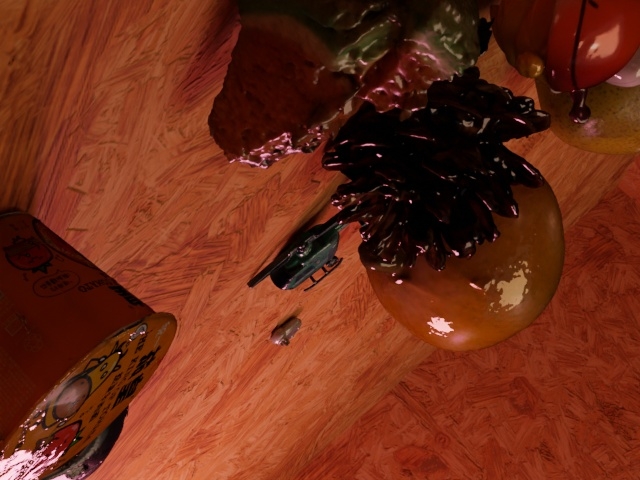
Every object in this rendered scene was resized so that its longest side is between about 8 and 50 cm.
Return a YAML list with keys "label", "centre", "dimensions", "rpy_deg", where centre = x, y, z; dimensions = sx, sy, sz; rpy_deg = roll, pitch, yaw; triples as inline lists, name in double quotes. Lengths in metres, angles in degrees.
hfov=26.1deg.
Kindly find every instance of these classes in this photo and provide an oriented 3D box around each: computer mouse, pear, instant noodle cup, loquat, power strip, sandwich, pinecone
- label: "computer mouse"
  centre: [-0.314, 0.252, 1.680]
  dimensions: [0.233, 0.096, 0.137]
  rpy_deg: [-45, 167, -10]
- label: "pear"
  centre: [0.482, -0.270, 2.232]
  dimensions: [0.294, 0.294, 0.294]
  rpy_deg: [-43, 166, -14]
- label: "instant noodle cup"
  centre: [-0.260, 0.089, 1.221]
  dimensions: [0.216, 0.172, 0.216]
  rpy_deg: [-44, 167, -13]
- label: "loquat"
  centre: [0.200, 0.007, 2.093]
  dimensions: [0.359, 0.328, 0.328]
  rpy_deg: [-5, 140, -42]
- label: "power strip"
  centre: [-0.053, 0.158, 2.322]
  dimensions: [0.055, 0.035, 0.083]
  rpy_deg: [-53, 167, 23]
- label: "sandwich"
  centre: [-0.009, -0.187, 1.264]
  dimensions: [0.162, 0.250, 0.301]
  rpy_deg: [28, 123, -31]
- label: "pinecone"
  centre: [0.151, -0.094, 1.781]
  dimensions: [0.296, 0.242, 0.298]
  rpy_deg: [-46, 172, -9]

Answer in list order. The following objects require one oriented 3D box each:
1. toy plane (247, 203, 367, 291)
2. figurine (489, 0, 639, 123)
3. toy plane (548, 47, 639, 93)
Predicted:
- label: "toy plane"
  centre: [0.000, 0.000, 1.981]
  dimensions: [0.235, 0.060, 0.096]
  rpy_deg: [-39, 154, 7]
- label: "figurine"
  centre: [0.347, -0.331, 1.794]
  dimensions: [0.323, 0.196, 0.320]
  rpy_deg: [-61, 164, 16]
- label: "toy plane"
  centre: [0.405, -0.311, 1.979]
  dimensions: [0.252, 0.252, 0.118]
  rpy_deg: [-47, 135, 3]
